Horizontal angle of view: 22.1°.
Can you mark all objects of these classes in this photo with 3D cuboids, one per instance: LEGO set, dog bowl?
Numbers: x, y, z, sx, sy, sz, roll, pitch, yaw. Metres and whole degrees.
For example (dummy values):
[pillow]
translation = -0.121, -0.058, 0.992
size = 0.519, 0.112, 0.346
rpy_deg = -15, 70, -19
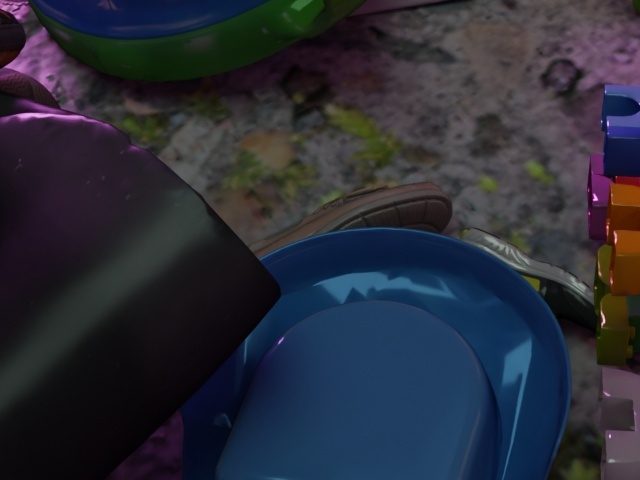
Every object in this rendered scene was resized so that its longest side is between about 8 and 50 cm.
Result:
[LEGO set]
translation = 0.162, 0.003, 0.670
size = 0.093, 0.087, 0.227
rpy_deg = 4, 34, 6
[dog bowl]
translation = 0.002, 0.133, 0.652
size = 0.166, 0.074, 0.297
rpy_deg = 10, 55, 17

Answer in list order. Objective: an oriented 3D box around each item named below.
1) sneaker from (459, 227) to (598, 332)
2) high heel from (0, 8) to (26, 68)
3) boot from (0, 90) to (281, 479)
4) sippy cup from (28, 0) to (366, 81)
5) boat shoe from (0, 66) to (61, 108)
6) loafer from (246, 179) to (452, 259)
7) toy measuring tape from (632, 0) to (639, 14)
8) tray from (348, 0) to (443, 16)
[sneaker]
translation = 0.094, 0.026, 0.747
size = 0.083, 0.031, 0.035
rpy_deg = 28, 82, 27
[high heel]
translation = -0.257, -0.089, 0.768
size = 0.186, 0.093, 0.261
rpy_deg = -6, 11, -27
[boot]
translation = -0.176, 0.155, 0.580
size = 0.445, 0.146, 0.367
rpy_deg = -42, 46, -17
[sippy cup]
translation = -0.090, -0.239, 0.833
size = 0.306, 0.224, 0.240
rpy_deg = 4, 57, 27
[boat shoe]
translation = -0.283, 0.025, 0.769
size = 0.355, 0.132, 0.130
rpy_deg = -32, 35, -24
[loafer]
translation = 0.000, 0.000, 0.774
size = 0.125, 0.045, 0.039
rpy_deg = -27, 46, -7
[toy measuring tape]
translation = 0.270, -0.109, 0.760
size = 0.330, 0.121, 0.121
rpy_deg = 29, 63, 28
[tray]
translation = 0.102, -0.200, 0.914
size = 0.270, 0.030, 0.145
rpy_deg = -9, 51, 4
